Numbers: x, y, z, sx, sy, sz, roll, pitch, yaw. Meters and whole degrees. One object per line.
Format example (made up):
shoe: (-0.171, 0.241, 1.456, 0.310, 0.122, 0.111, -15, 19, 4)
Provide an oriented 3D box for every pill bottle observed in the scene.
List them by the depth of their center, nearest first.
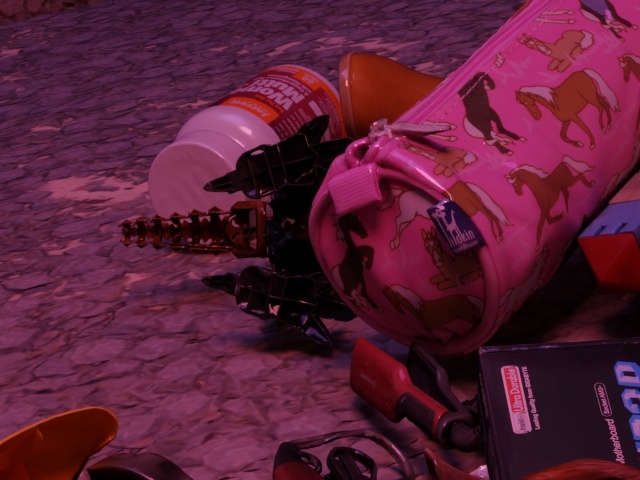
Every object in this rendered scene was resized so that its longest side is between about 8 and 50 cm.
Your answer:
pill bottle: (-0.067, -0.082, 1.637, 0.121, 0.121, 0.221, -1, 21, 26)

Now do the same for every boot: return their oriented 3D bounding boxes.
boot: (0.152, -0.105, 1.464, 0.211, 0.104, 0.295, -5, -14, 22)

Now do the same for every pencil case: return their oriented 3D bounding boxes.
pencil case: (0.159, -0.083, 1.280, 0.160, 0.167, 0.386, 34, 51, 18)

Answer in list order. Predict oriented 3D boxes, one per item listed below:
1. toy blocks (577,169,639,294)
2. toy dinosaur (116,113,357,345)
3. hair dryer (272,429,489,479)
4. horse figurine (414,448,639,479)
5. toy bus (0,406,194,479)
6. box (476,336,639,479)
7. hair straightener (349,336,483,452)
toy blocks: (0.335, -0.006, 1.163, 0.381, 0.191, 0.261, -7, 25, 44)
toy dinosaur: (0.000, 0.000, 1.396, 0.322, 0.164, 0.218, -23, -3, 13)
hair dryer: (0.000, 0.178, 0.946, 0.293, 0.080, 0.223, -8, 9, -44)
horse figurine: (0.104, 0.172, 0.663, 0.174, 0.263, 0.066, -28, 40, -22)
toy bus: (-0.129, 0.219, 0.763, 0.211, 0.220, 0.149, -37, -5, 34)
box: (0.178, 0.137, 0.867, 0.175, 0.051, 0.220, -4, 38, 0)
hair straightener: (0.091, 0.100, 1.104, 0.089, 0.047, 0.230, 5, 3, -17)
